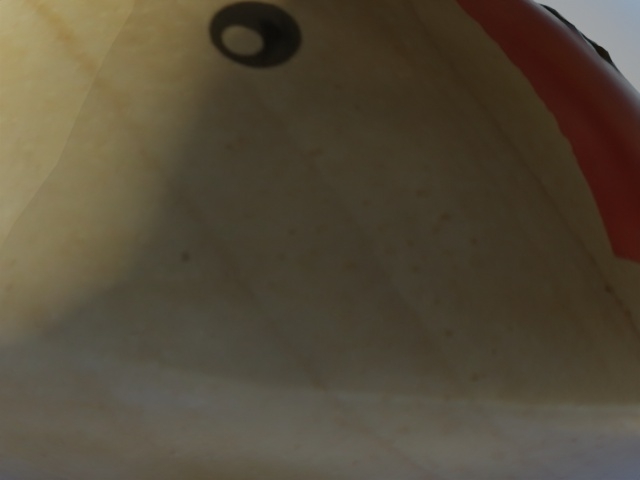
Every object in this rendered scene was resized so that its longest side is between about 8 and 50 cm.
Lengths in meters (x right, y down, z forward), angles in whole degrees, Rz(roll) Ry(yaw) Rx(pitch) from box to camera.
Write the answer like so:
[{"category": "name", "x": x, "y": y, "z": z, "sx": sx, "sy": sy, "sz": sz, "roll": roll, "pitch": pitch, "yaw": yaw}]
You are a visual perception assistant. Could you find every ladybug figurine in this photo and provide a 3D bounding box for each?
[{"category": "ladybug figurine", "x": 0.000, "y": 0.000, "z": 0.528, "sx": 0.305, "sy": 0.162, "sz": 0.449, "roll": 3, "pitch": 174, "yaw": 17}]
